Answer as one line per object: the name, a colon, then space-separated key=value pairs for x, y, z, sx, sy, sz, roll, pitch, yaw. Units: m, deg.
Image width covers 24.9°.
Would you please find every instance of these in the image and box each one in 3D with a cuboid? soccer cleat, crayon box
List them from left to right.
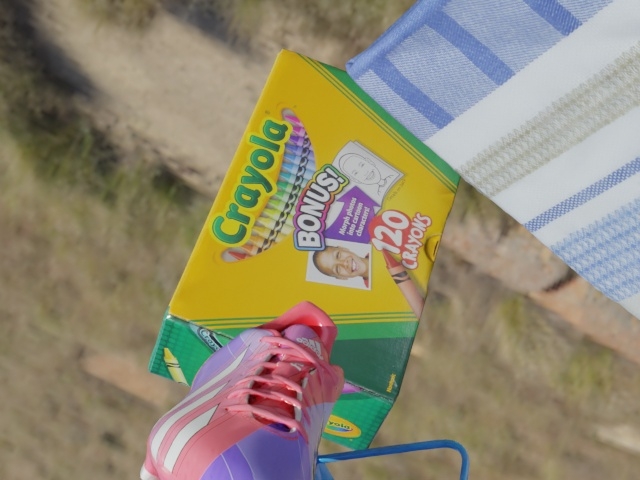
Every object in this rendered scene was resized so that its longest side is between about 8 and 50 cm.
soccer cleat: x=-0.028 y=0.085 z=0.710 sx=0.083 sy=0.095 sz=0.248 roll=37 pitch=-177 yaw=-4
crayon box: x=0.000 y=0.000 z=1.063 sx=0.165 sy=0.278 sz=0.081 roll=21 pitch=141 yaw=-2

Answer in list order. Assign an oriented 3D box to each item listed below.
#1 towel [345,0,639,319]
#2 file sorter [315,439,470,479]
towel: x=0.170 y=-0.045 z=0.724 sx=0.285 sy=0.034 sz=0.209 roll=38 pitch=146 yaw=-10
file sorter: x=0.052 y=0.206 z=0.783 sx=0.104 sy=0.118 sz=0.170 roll=-10 pitch=128 yaw=23
